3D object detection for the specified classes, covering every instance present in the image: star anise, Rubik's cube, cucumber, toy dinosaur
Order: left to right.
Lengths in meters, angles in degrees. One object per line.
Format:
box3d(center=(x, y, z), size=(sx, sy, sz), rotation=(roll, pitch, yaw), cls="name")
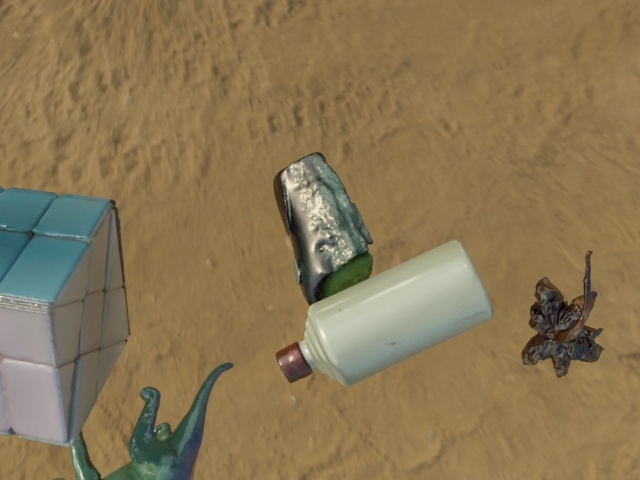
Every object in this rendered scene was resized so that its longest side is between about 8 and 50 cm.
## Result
box3d(center=(-0.377, 0.084, 1.589), size=(0.225, 0.231, 0.221), rotation=(7, 126, 10), cls="Rubik's cube")
box3d(center=(-0.228, 0.377, 1.765), size=(0.383, 0.331, 0.129), rotation=(-32, 140, 1), cls="toy dinosaur")
box3d(center=(0.000, 0.000, 1.535), size=(0.086, 0.115, 0.193), rotation=(-12, 75, -22), cls="cucumber")
box3d(center=(0.297, 0.087, 1.561), size=(0.097, 0.070, 0.190), rotation=(13, 119, 14), cls="star anise")

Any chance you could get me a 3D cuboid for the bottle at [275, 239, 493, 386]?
box3d(center=(0.066, 0.093, 1.476), size=(0.245, 0.104, 0.104), rotation=(-25, 107, 0), cls="bottle")
